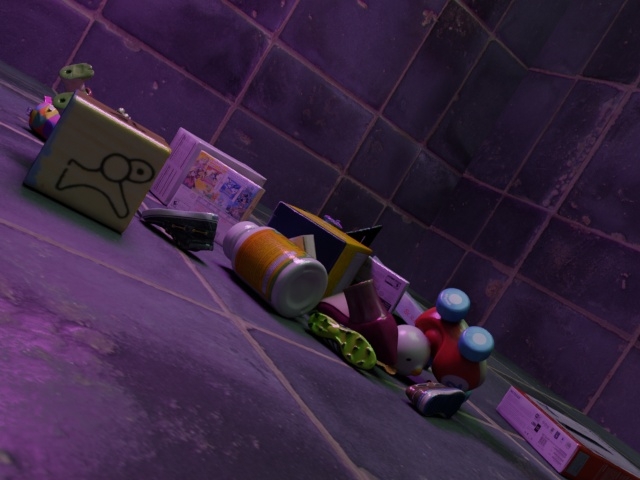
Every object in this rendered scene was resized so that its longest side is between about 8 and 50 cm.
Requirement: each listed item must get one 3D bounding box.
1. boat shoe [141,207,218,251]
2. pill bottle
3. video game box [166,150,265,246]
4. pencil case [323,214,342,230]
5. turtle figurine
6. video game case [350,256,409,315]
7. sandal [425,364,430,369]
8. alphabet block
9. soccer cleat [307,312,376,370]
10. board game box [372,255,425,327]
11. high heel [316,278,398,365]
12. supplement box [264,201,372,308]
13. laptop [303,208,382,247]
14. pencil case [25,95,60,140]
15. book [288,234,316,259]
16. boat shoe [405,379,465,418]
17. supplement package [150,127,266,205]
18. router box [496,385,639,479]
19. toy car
[{"bbox_3d":[-0.310,-0.022,1.481,0.184,0.083,0.065,4,-6,20],"label":"boat shoe"},{"bbox_3d":[-0.108,0.052,1.489,0.136,0.136,0.246,27,6,-47],"label":"pill bottle"},{"bbox_3d":[-0.281,-0.111,1.829,0.205,0.187,0.048,33,5,15],"label":"video game box"},{"bbox_3d":[0.000,0.000,1.989,0.070,0.151,0.064,43,14,34],"label":"pencil case"},{"bbox_3d":[-0.472,-0.241,1.511,0.275,0.197,0.266,25,-32,16],"label":"turtle figurine"},{"bbox_3d":[0.134,0.144,1.903,0.190,0.173,0.022,34,11,34],"label":"video game case"},{"bbox_3d":[0.190,0.266,1.804,0.254,0.054,0.097,40,10,-11],"label":"sandal"},{"bbox_3d":[-0.425,-0.156,1.314,0.197,0.192,0.193,31,6,-23],"label":"alphabet block"},{"bbox_3d":[0.049,0.206,1.396,0.179,0.060,0.072,34,-8,32],"label":"soccer cleat"},{"bbox_3d":[0.276,0.200,2.430,0.318,0.066,0.318,49,4,2],"label":"board game box"},{"bbox_3d":[0.080,0.200,1.556,0.377,0.127,0.181,121,-49,-80],"label":"high heel"},{"bbox_3d":[-0.026,0.047,1.767,0.195,0.194,0.356,33,4,15],"label":"supplement box"},{"bbox_3d":[0.041,-0.007,2.396,0.265,0.234,0.136,-12,60,-33],"label":"laptop"},{"bbox_3d":[-0.640,-0.271,1.747,0.236,0.104,0.104,34,5,18],"label":"pencil case"},{"bbox_3d":[-0.049,0.066,1.551,0.035,0.144,0.096,-4,-7,-42],"label":"book"},{"bbox_3d":[0.234,0.313,1.383,0.066,0.066,0.183,33,4,36],"label":"boat shoe"},{"bbox_3d":[-0.334,-0.169,2.005,0.262,0.204,0.145,28,7,-42],"label":"supplement package"},{"bbox_3d":[0.646,0.527,1.722,0.301,0.082,0.335,30,4,-16],"label":"router box"},{"bbox_3d":[0.226,0.257,1.525,0.238,0.219,0.210,-11,50,-17],"label":"toy car"}]
